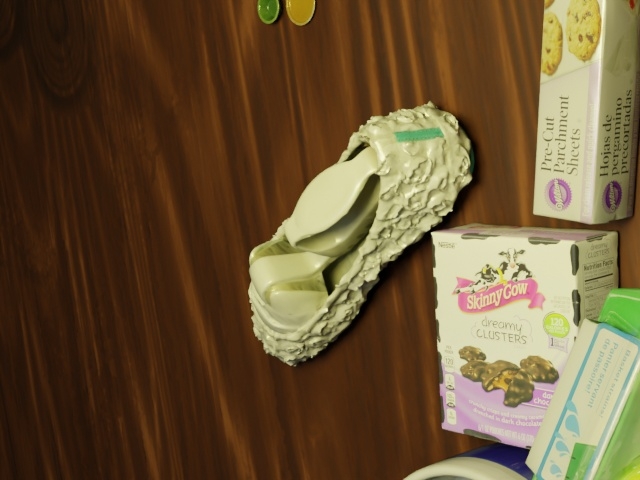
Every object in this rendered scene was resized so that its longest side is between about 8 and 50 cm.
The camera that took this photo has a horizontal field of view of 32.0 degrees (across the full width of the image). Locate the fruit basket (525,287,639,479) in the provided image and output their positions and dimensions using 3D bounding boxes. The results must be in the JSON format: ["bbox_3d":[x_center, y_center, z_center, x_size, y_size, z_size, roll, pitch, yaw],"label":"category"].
[{"bbox_3d":[0.285,0.166,0.759,0.353,0.166,0.326,-135,65,-75],"label":"fruit basket"}]

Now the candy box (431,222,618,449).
[{"bbox_3d":[0.188,0.086,1.028,0.165,0.070,0.196,4,101,48],"label":"candy box"}]

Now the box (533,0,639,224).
[{"bbox_3d":[0.230,-0.178,0.936,0.067,0.063,0.323,15,108,47],"label":"box"}]

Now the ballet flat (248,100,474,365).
[{"bbox_3d":[0.000,0.000,1.175,0.147,0.147,0.409,59,135,22],"label":"ballet flat"}]

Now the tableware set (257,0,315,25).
[{"bbox_3d":[-0.021,-0.289,1.222,0.154,0.024,0.103,6,102,47],"label":"tableware set"}]

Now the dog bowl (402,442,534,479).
[{"bbox_3d":[0.178,0.330,1.062,0.265,0.104,0.264,13,107,46],"label":"dog bowl"}]
